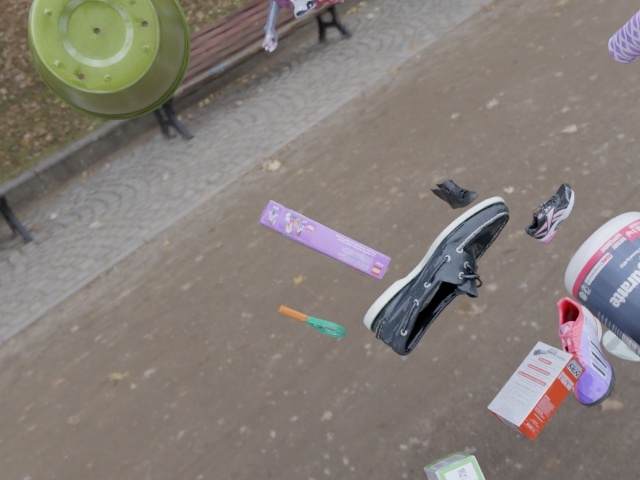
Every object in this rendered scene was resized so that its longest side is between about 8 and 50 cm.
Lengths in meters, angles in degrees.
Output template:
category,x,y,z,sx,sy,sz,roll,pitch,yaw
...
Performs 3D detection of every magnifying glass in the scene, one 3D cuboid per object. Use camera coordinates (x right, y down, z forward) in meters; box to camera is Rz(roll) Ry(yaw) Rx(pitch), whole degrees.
category,x,y,z,sx,sy,sz,roll,pitch,yaw
magnifying glass,-0.025,0.260,2.124,0.092,0.231,0.026,-37,31,64

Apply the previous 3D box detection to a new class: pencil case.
category,x,y,z,sx,sy,sz,roll,pitch,yaw
pencil case,0.750,-0.485,1.541,0.088,0.086,0.206,-16,-7,-6

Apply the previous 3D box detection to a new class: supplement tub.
category,x,y,z,sx,sy,sz,roll,pitch,yaw
supplement tub,0.574,0.099,1.127,0.191,0.191,0.272,-32,54,-12

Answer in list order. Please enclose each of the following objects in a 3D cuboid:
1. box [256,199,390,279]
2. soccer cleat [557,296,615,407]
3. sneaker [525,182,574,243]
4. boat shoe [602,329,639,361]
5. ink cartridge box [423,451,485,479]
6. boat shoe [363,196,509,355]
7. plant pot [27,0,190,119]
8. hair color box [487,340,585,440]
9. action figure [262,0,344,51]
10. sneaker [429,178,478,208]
category,x,y,z,sx,sy,sz,roll,pitch,yaw
box,0.000,0.000,1.521,0.057,0.293,0.201,-65,7,-3
soccer cleat,0.617,0.261,1.592,0.108,0.116,0.318,-37,15,31
sneaker,0.620,-0.075,1.811,0.077,0.178,0.072,17,22,-11
boat shoe,0.753,0.239,1.488,0.227,0.081,0.079,0,72,25
ink cartridge box,0.222,0.408,0.933,0.062,0.209,0.109,-23,-14,-6
boat shoe,0.229,0.073,1.195,0.340,0.127,0.113,-44,57,7
plant pot,-0.455,-0.433,1.410,0.366,0.366,0.353,-29,17,-5
hair color box,0.402,0.278,1.245,0.167,0.053,0.093,-50,23,-9
action figure,-0.111,-0.523,1.184,0.276,0.370,0.248,-61,-5,-2
sneaker,0.382,-0.137,1.914,0.051,0.089,0.170,-40,4,-13
